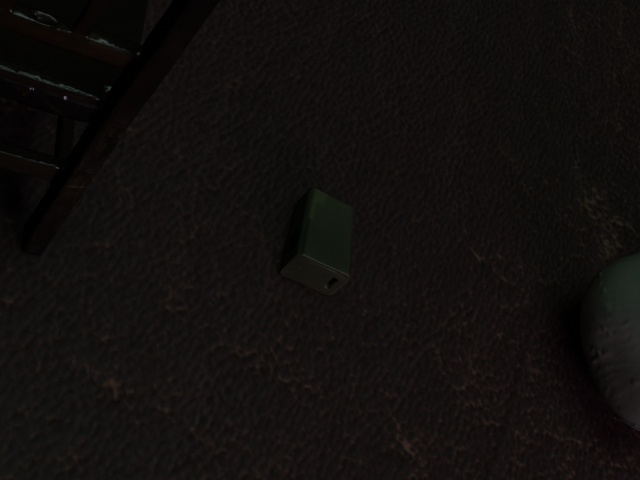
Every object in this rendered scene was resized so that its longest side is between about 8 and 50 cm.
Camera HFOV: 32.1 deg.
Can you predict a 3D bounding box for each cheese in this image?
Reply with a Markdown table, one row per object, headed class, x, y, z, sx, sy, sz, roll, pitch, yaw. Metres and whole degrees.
| class | x | y | z | sx | sy | sz | roll | pitch | yaw |
| --- | --- | --- | --- | --- | --- | --- | --- | --- | --- |
| cheese | 0.370 | 0.104 | 1.216 | 0.198 | 0.154 | 0.189 | -26 | 98 | -45 |

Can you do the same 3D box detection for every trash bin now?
| class | x | y | z | sx | sy | sz | roll | pitch | yaw |
| --- | --- | --- | --- | --- | --- | --- | --- | --- | --- |
| trash bin | 0.000 | 0.000 | 1.110 | 0.061 | 0.043 | 0.092 | 25 | 47 | -19 |

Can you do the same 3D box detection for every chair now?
| class | x | y | z | sx | sy | sz | roll | pitch | yaw |
| --- | --- | --- | --- | --- | --- | --- | --- | --- | --- |
| chair | -0.220 | -0.199 | 0.829 | 0.203 | 0.416 | 0.240 | 17 | 54 | -26 |
